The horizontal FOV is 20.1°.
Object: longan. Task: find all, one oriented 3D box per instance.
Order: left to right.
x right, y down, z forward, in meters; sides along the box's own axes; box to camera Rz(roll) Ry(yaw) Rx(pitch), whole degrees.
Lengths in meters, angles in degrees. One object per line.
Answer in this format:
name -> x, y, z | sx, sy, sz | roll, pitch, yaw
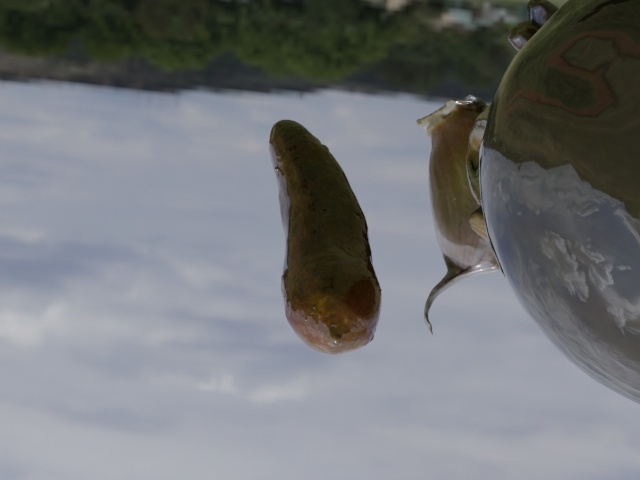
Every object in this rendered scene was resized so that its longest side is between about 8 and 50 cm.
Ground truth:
longan -> 0.191, -0.020, 0.856 | 0.248, 0.248, 0.248 | 7, -173, -1

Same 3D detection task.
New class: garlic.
garlic -> 0.186, -0.031, 1.943 | 0.128, 0.266, 0.148 | 25, 146, -26

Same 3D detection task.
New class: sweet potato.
sweet potato -> 0.001, 0.000, 1.717 | 0.097, 0.097, 0.291 | 4, -135, -18

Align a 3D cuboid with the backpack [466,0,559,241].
backpack -> 0.288, -0.055, 1.599 | 0.354, 0.201, 0.378 | 26, -169, -7
